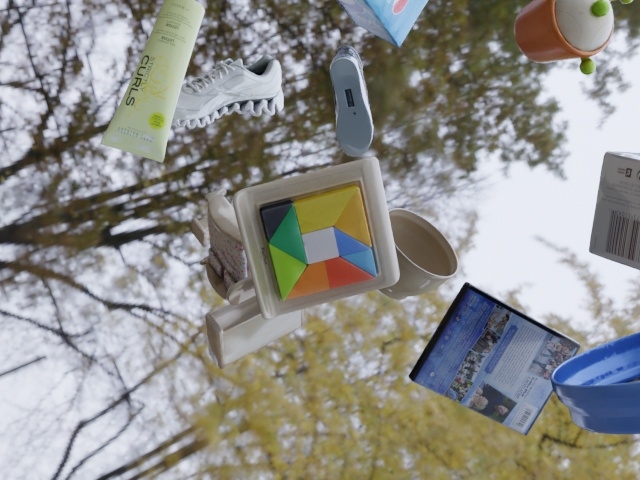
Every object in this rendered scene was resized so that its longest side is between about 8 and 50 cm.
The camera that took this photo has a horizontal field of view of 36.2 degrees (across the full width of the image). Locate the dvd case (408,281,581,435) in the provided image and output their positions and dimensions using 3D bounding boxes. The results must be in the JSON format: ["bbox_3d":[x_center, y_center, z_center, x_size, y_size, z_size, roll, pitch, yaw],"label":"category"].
[{"bbox_3d":[0.286,0.195,1.588,0.180,0.253,0.022,-60,-156,4],"label":"dvd case"}]

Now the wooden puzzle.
[{"bbox_3d":[0.000,0.000,1.532,0.044,0.239,0.220,-127,-157,-66],"label":"wooden puzzle"}]

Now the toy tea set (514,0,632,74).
[{"bbox_3d":[0.250,-0.355,1.139,0.336,0.200,0.124,38,-19,-19],"label":"toy tea set"}]

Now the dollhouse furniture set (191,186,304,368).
[{"bbox_3d":[-0.196,0.028,1.750,0.355,0.174,0.303,49,-27,31],"label":"dollhouse furniture set"}]

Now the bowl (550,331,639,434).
[{"bbox_3d":[0.522,0.179,1.368,0.391,0.391,0.077,-17,-91,53],"label":"bowl"}]

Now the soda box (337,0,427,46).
[{"bbox_3d":[0.048,-0.277,1.012,0.067,0.210,0.071,32,-88,21],"label":"soda box"}]

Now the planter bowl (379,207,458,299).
[{"bbox_3d":[0.150,0.037,1.750,0.162,0.162,0.109,52,-56,19],"label":"planter bowl"}]

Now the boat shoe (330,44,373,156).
[{"bbox_3d":[0.056,-0.241,1.678,0.065,0.083,0.183,-3,-61,9],"label":"boat shoe"}]

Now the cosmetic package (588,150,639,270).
[{"bbox_3d":[0.501,-0.038,1.361,0.151,0.184,0.151,25,-67,58],"label":"cosmetic package"}]

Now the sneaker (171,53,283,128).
[{"bbox_3d":[-0.206,-0.301,1.938,0.110,0.292,0.118,48,-38,39],"label":"sneaker"}]

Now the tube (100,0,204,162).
[{"bbox_3d":[-0.230,-0.233,1.399,0.070,0.062,0.240,8,-105,42],"label":"tube"}]
